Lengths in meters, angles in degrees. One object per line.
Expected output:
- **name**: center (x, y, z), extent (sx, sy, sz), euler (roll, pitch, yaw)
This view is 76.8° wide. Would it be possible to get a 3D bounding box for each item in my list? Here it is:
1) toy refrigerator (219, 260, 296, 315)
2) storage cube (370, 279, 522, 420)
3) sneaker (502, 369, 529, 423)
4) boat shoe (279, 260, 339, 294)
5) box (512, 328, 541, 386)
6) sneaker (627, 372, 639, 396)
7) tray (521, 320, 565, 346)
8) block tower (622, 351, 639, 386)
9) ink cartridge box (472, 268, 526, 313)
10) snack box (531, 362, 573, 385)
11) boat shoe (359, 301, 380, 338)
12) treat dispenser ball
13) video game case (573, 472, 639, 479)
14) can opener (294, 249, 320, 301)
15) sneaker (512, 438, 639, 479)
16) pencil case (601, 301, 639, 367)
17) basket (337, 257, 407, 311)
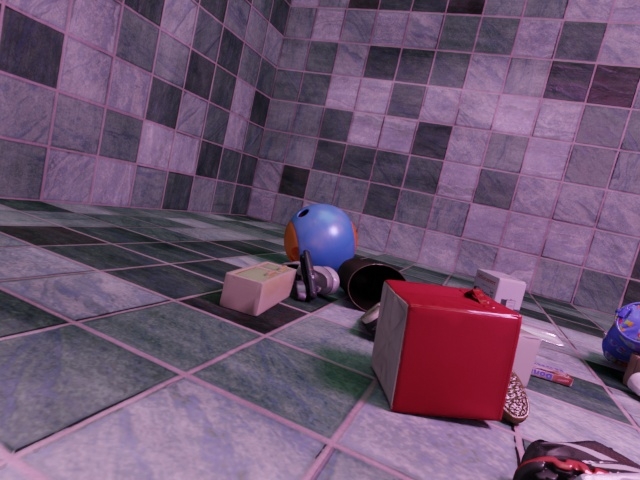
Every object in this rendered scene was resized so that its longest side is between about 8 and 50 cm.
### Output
- **toy refrigerator**: center (-0.159, 0.118, 1.096), extent (0.102, 0.094, 0.269), euler (14, 6, 13)
- **storage cube**: center (0.214, 0.188, 0.742), extent (0.193, 0.215, 0.184), euler (7, 7, -5)
- **sneaker**: center (0.338, 0.280, 0.799), extent (0.064, 0.086, 0.192), euler (-4, 39, -8)
- **boat shoe**: center (-0.050, 0.118, 1.334), extent (0.088, 0.096, 0.267), euler (3, 10, -39)
- **box**: center (0.366, 0.234, 1.019), extent (0.147, 0.121, 0.311), euler (11, 7, -20)
- **sneaker**: center (0.887, 0.392, 0.991), extent (0.212, 0.080, 0.094), euler (7, 17, 7)
- **tray**: center (0.743, 0.317, 1.488), extent (0.270, 0.030, 0.145), euler (16, 6, 23)
- **block tower**: center (1.006, 0.392, 1.080), extent (0.335, 0.097, 0.091), euler (15, 6, 7)
- **ink cartridge box**: center (0.519, 0.202, 1.221), extent (0.086, 0.209, 0.153), euler (12, 6, -5)
- **snack box**: center (0.534, 0.324, 1.029), extent (0.178, 0.022, 0.064), euler (14, 5, 12)
- **boat shoe**: center (0.155, 0.214, 1.078), extent (0.079, 0.084, 0.233), euler (52, 4, 6)
- **treat dispenser ball**: center (0.000, 0.000, 1.580), extent (0.288, 0.288, 0.288), euler (13, 6, -1)
- **video game case**: center (0.383, 0.299, 0.326), extent (0.285, 0.025, 0.204), euler (4, 39, -9)
- **can opener**: center (-0.040, 0.104, 1.242), extent (0.073, 0.059, 0.186), euler (23, 44, -28)
- **sneaker**: center (0.368, 0.305, 0.463), extent (0.276, 0.098, 0.135), euler (10, 5, 22)
- **pencil case**: center (0.930, 0.288, 1.210), extent (0.133, 0.119, 0.306), euler (36, -8, 38)
- **basket**: center (0.150, 0.137, 1.344), extent (0.204, 0.154, 0.227), euler (12, 3, -16)
